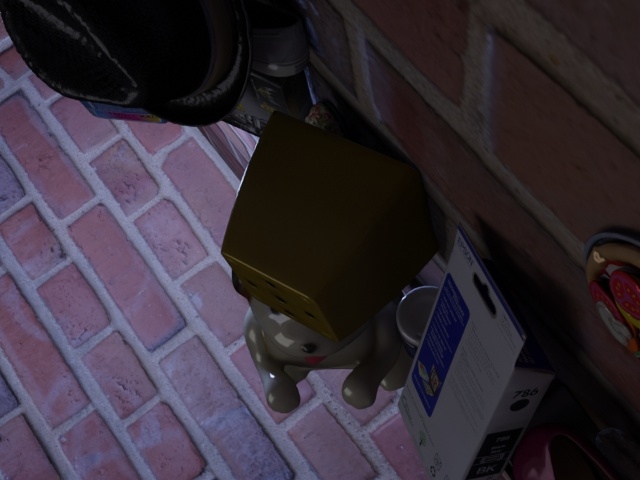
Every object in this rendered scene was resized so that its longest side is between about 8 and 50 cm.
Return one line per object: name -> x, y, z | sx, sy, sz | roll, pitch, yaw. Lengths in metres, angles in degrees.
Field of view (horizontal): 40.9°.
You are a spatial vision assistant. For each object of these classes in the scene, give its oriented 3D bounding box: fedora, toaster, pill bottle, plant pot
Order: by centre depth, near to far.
fedora -> -0.242, -0.246, 0.962 | 0.334, 0.152, 0.334 | 23, 135, 26
plant pot -> 0.000, 0.000, 1.077 | 0.212, 0.187, 0.212 | 26, 163, 25
toaster -> 0.277, 0.255, 1.100 | 0.168, 0.110, 0.186 | 53, 174, -3
pill bottle -> 0.170, 0.140, 1.326 | 0.094, 0.094, 0.169 | 50, 173, 25

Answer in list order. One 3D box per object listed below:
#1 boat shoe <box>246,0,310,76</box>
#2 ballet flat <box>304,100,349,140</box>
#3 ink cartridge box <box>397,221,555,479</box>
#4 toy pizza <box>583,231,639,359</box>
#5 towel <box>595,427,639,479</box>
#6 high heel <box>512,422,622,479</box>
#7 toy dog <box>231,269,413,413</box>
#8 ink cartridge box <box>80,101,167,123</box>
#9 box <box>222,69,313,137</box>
boat shoe -> -0.115, -0.266, 1.021 | 0.228, 0.079, 0.081 | 21, 142, 18
ballet flat -> 0.010, -0.106, 1.227 | 0.091, 0.077, 0.241 | 51, 173, 27
ink cartridge box -> 0.171, 0.149, 0.959 | 0.332, 0.065, 0.165 | 100, 157, -45
toy pizza -> 0.258, 0.079, 0.624 | 0.201, 0.032, 0.201 | 52, 174, 8
towel -> 0.400, 0.323, 0.878 | 0.282, 0.049, 0.187 | 47, 170, 51
high heel -> 0.322, 0.355, 0.858 | 0.377, 0.127, 0.181 | 49, 169, 22
toy dog -> 0.017, 0.088, 1.392 | 0.285, 0.395, 0.408 | 8, 173, 11
ink cartridge box -> -0.321, -0.362, 1.356 | 0.395, 0.151, 0.269 | 140, 133, -83
box -> -0.103, -0.217, 1.213 | 0.183, 0.056, 0.231 | 27, 167, 13
